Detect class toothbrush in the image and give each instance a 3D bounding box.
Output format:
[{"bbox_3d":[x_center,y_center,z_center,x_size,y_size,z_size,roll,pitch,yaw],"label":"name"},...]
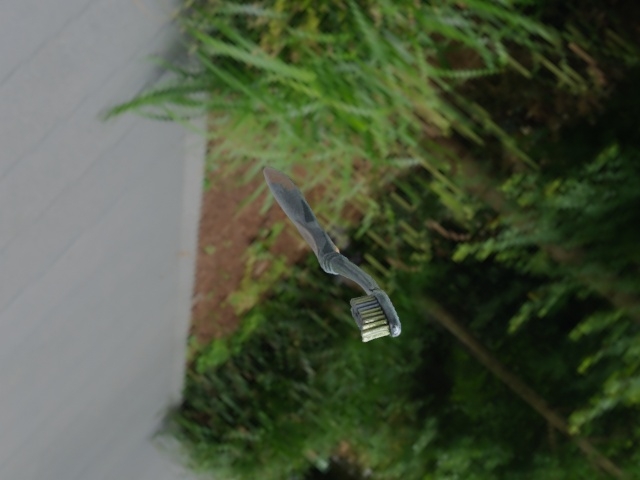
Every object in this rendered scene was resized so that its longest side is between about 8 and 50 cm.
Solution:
[{"bbox_3d":[0.000,0.000,1.166,0.037,0.028,0.375,-16,-154,-10],"label":"toothbrush"}]
